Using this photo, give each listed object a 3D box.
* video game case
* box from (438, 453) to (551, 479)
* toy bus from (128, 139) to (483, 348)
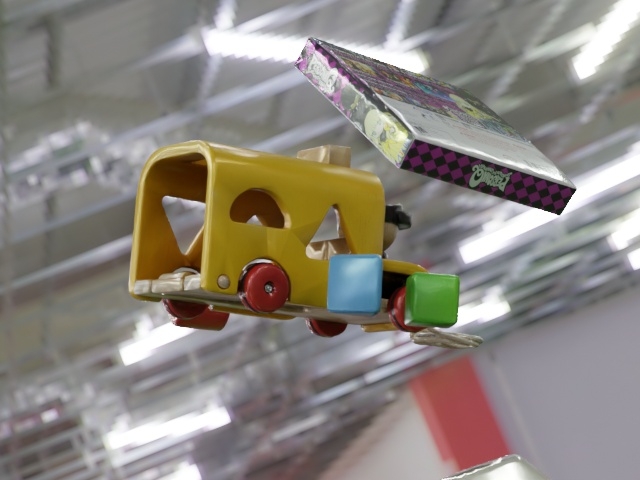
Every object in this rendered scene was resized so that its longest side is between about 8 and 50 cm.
[{"bbox_3d":[0.115,-0.114,1.963,0.232,0.210,0.042,14,-66,-41],"label":"video game case"},{"bbox_3d":[0.082,0.259,1.109,0.127,0.148,0.232,-6,-50,-60],"label":"box"},{"bbox_3d":[-0.007,-0.002,1.126,0.191,0.104,0.202,3,-7,11],"label":"toy bus"}]
